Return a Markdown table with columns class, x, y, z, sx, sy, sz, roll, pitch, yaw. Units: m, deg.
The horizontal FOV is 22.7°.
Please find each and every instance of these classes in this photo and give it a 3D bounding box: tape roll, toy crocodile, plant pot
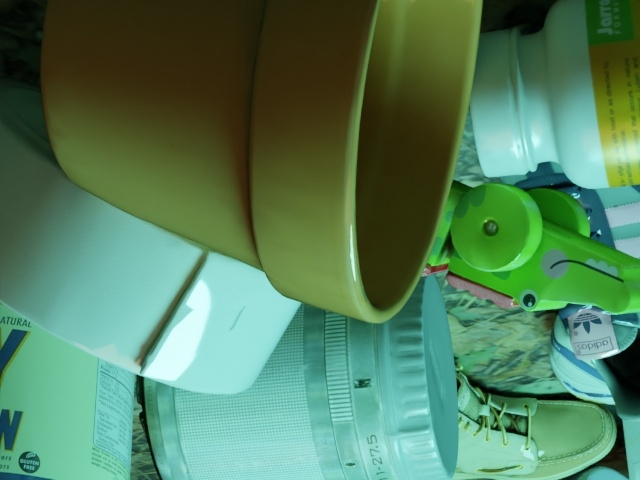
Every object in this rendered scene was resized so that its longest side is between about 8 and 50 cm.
| class | x | y | z | sx | sy | sz | roll | pitch | yaw |
| --- | --- | --- | --- | --- | --- | --- | --- | --- | --- |
| tape roll | -0.145 | -0.007 | 1.139 | 0.286 | 0.286 | 0.100 | 23 | 102 | -40 |
| toy crocodile | 0.089 | -0.013 | 1.199 | 0.340 | 0.105 | 0.115 | 24 | -168 | 24 |
| plant pot | -0.033 | -0.111 | 0.950 | 0.203 | 0.291 | 0.291 | 10 | 157 | 14 |

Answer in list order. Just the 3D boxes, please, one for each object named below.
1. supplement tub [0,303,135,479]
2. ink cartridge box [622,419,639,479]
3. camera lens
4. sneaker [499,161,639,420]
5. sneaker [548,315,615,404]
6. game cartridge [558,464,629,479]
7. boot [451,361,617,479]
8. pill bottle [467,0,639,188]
| class | x | y | z | sx | sy | sz | roll | pitch | yaw |
| --- | --- | --- | --- | --- | --- | --- | --- | --- | --- |
| supplement tub | -0.272 | 0.116 | 1.328 | 0.235 | 0.325 | 0.235 | -1 | 155 | 0 |
| ink cartridge box | 0.399 | 0.224 | 1.780 | 0.092 | 0.143 | 0.090 | 23 | 146 | -39 |
| camera lens | -0.021 | 0.138 | 1.502 | 0.274 | 0.219 | 0.219 | -7 | 154 | 12 |
| sneaker | 0.223 | 0.019 | 1.287 | 0.112 | 0.131 | 0.319 | -11 | 133 | 37 |
| sneaker | 0.372 | 0.103 | 1.566 | 0.296 | 0.112 | 0.131 | -6 | 154 | 9 |
| game cartridge | 0.406 | 0.352 | 1.901 | 0.294 | 0.060 | 0.196 | 34 | 174 | -10 |
| boot | 0.191 | 0.198 | 1.788 | 0.262 | 0.095 | 0.203 | -5 | 153 | 15 |
| pill bottle | 0.228 | -0.108 | 1.089 | 0.245 | 0.136 | 0.136 | -7 | 154 | 13 |
